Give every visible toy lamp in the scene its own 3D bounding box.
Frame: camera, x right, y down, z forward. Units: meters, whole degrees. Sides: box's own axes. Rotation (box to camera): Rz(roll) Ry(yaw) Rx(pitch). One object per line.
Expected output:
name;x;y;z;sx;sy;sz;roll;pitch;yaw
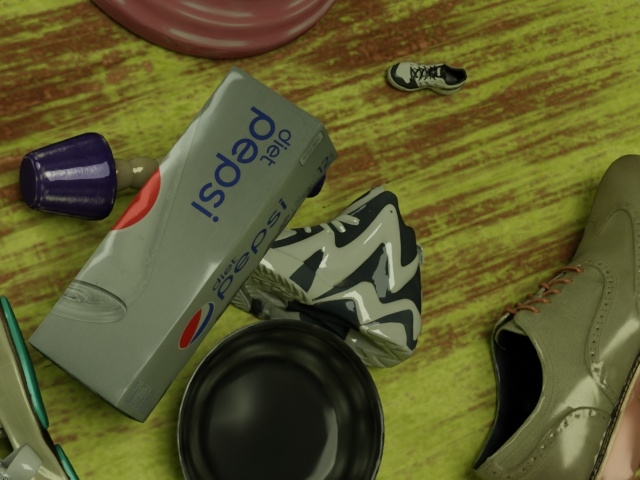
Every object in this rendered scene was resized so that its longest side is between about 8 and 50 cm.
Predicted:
toy lamp;-0.128;-0.063;1.445;0.274;0.080;0.080;-8;79;-30

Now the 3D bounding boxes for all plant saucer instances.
plant saucer;-0.101;-0.339;1.541;0.332;0.084;0.332;8;72;-26

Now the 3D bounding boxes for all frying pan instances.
frying pan;-0.024;0.230;1.426;0.197;0.053;0.326;-11;91;-26

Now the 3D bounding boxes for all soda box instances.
soda box;-0.110;0.004;1.353;0.098;0.091;0.286;35;83;15

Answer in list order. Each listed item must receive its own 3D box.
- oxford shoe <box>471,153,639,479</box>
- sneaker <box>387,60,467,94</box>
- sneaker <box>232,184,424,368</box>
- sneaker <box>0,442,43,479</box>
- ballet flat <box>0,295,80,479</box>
oxford shoe;0.251;0.072;1.573;0.146;0.140;0.397;23;63;-12
sneaker;0.107;-0.166;1.625;0.083;0.037;0.032;2;76;-26
sneaker;0.000;0.000;1.488;0.235;0.094;0.153;25;59;-14
sneaker;-0.336;0.272;1.142;0.137;0.210;0.366;49;56;-21
ballet flat;-0.243;0.167;1.318;0.086;0.086;0.248;-23;87;-31
